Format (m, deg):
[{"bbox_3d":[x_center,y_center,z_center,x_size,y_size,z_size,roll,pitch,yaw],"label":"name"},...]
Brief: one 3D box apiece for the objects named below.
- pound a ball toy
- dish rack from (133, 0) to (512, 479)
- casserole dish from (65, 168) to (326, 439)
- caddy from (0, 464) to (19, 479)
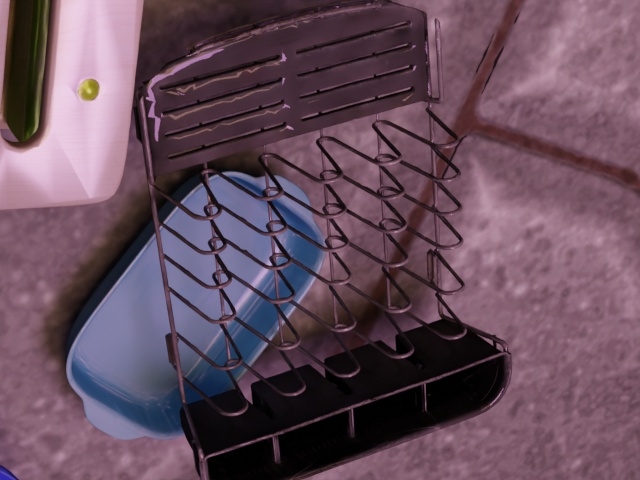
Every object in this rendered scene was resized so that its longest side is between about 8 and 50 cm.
[{"bbox_3d":[-0.148,-0.169,0.888,0.136,0.208,0.319,-3,115,-26],"label":"pound a ball toy"},{"bbox_3d":[0.000,0.000,1.086,0.208,0.074,0.271,-18,121,-21],"label":"dish rack"},{"bbox_3d":[-0.079,0.035,1.129,0.114,0.037,0.188,36,93,-35],"label":"casserole dish"},{"bbox_3d":[-0.299,0.251,1.037,0.341,0.179,0.241,-28,147,-13],"label":"caddy"}]
